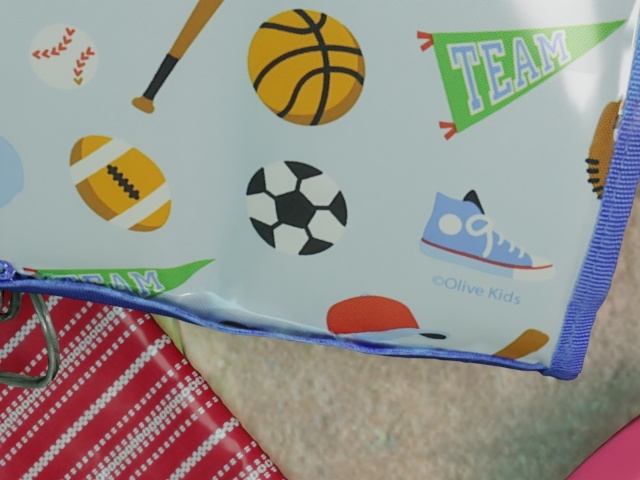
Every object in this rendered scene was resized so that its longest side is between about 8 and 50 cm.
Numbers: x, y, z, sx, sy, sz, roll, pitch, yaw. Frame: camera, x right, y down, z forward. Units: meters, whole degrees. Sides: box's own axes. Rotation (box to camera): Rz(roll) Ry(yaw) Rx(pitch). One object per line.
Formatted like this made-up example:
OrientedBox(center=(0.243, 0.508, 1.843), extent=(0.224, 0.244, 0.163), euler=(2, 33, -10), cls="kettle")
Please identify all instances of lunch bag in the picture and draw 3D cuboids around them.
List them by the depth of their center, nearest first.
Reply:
OrientedBox(center=(-0.003, -0.146, 0.874), extent=(0.327, 0.239, 0.385), euler=(9, 94, 0), cls="lunch bag")

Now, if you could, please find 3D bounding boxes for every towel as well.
OrientedBox(center=(-0.141, 0.134, 1.079), extent=(0.199, 0.031, 0.275), euler=(-43, 83, 16), cls="towel")

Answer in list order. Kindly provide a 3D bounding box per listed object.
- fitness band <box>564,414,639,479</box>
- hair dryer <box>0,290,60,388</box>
OrientedBox(center=(0.198, 0.187, 0.930), extent=(0.209, 0.054, 0.291), euler=(47, 125, 13), cls="fitness band")
OrientedBox(center=(-0.224, -0.074, 1.042), extent=(0.293, 0.080, 0.224), euler=(36, 102, 19), cls="hair dryer")
